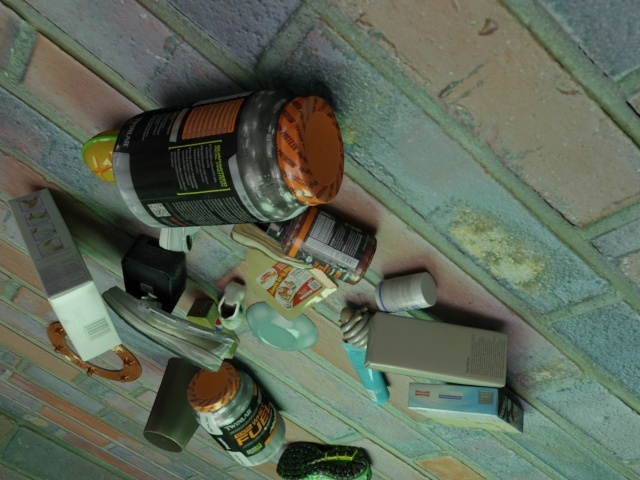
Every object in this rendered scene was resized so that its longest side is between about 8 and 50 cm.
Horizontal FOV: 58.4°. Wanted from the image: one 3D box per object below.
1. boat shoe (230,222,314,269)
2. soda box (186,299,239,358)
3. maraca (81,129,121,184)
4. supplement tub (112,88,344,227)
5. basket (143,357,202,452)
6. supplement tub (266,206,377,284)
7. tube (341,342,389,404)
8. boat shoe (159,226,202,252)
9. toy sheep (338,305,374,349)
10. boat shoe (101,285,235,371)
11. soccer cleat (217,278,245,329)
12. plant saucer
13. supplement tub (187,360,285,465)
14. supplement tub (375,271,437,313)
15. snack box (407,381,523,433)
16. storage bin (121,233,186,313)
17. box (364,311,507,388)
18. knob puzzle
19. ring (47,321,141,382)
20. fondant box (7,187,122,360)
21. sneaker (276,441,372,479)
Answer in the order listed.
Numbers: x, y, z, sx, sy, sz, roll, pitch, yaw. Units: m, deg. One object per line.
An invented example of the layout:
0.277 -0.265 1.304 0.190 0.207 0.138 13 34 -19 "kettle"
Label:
-0.087 -0.004 1.152 0.190 0.068 0.072 21 109 2 "boat shoe"
-0.279 0.233 1.501 0.061 0.058 0.181 1 135 24 "soda box"
-0.355 -0.152 1.088 0.186 0.099 0.127 9 152 -25 "maraca"
-0.147 -0.128 0.930 0.338 0.207 0.207 -2 134 27 "supplement tub"
-0.427 0.507 1.737 0.154 0.226 0.204 -25 121 41 "basket"
0.000 0.000 1.085 0.198 0.106 0.106 26 140 -3 "supplement tub"
0.120 0.329 1.438 0.080 0.052 0.207 -7 127 24 "tube"
-0.282 -0.047 1.190 0.081 0.079 0.227 17 145 -8 "boat shoe"
0.094 0.199 1.276 0.132 0.091 0.091 48 137 -2 "toy sheep"
-0.359 0.193 1.347 0.321 0.103 0.118 30 159 -1 "boat shoe"
-0.224 0.171 1.394 0.068 0.076 0.196 21 140 2 "soccer cleat"
-0.103 0.229 1.434 0.195 0.037 0.194 12 138 11 "plant saucer"
-0.246 0.507 1.682 0.194 0.193 0.316 -4 134 28 "supplement tub"
0.171 0.106 1.150 0.107 0.071 0.071 -15 127 37 "supplement tub"
0.339 0.384 1.302 0.187 0.060 0.322 -3 156 28 "snack box"
-0.396 0.084 1.371 0.122 0.084 0.180 19 139 3 "storage bin"
0.234 0.228 1.176 0.275 0.113 0.094 11 161 0 "box"
-0.081 0.070 1.252 0.213 0.030 0.213 10 124 14 "knob puzzle"
-0.755 0.382 1.900 0.337 0.032 0.336 13 139 12 "ring"
-0.575 0.073 1.289 0.330 0.096 0.238 48 152 33 "fondant box"
0.007 0.767 1.900 0.344 0.134 0.146 -5 133 28 "sneaker"
